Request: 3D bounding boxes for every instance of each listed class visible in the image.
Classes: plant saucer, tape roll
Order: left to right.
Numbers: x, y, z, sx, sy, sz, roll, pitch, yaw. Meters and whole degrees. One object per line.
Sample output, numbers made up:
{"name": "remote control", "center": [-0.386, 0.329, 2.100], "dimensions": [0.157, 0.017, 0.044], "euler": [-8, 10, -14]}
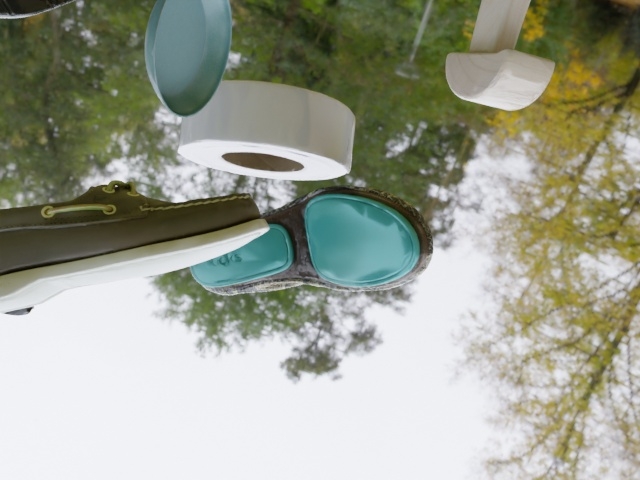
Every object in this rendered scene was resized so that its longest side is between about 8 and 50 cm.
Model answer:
{"name": "plant saucer", "center": [-0.109, -0.160, 0.641], "dimensions": [0.021, 0.119, 0.119], "euler": [16, -162, 19]}
{"name": "tape roll", "center": [-0.088, -0.175, 1.320], "dimensions": [0.286, 0.100, 0.286], "euler": [6, 173, 1]}

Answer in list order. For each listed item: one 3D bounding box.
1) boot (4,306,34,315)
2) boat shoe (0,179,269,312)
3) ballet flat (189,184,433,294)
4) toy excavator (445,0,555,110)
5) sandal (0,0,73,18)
{"name": "boot", "center": [-0.443, 0.067, 1.308], "dimensions": [0.198, 0.137, 0.077], "euler": [13, -174, -25]}
{"name": "boat shoe", "center": [-0.201, -0.006, 0.715], "dimensions": [0.305, 0.091, 0.109], "euler": [-13, 171, -8]}
{"name": "ballet flat", "center": [0.000, 0.000, 1.282], "dimensions": [0.483, 0.164, 0.182], "euler": [-8, -177, 38]}
{"name": "toy excavator", "center": [0.311, -0.418, 0.933], "dimensions": [0.222, 0.433, 0.445], "euler": [7, 163, -27]}
{"name": "sandal", "center": [-0.255, -0.250, 0.674], "dimensions": [0.086, 0.120, 0.303], "euler": [4, -164, 16]}
